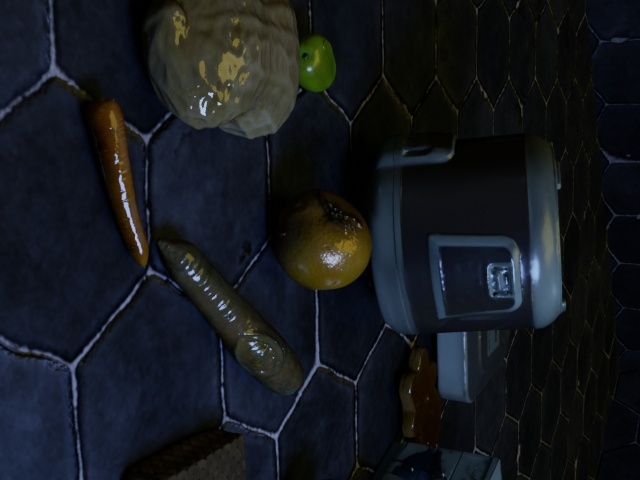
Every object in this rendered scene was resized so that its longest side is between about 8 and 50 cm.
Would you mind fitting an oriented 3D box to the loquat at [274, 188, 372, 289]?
[{"bbox_3d":[0.000,0.000,1.172,0.141,0.141,0.141,-11,102,-61],"label":"loquat"}]

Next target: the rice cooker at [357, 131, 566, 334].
[{"bbox_3d":[0.219,-0.010,1.375,0.335,0.325,0.335,-3,90,-76],"label":"rice cooker"}]

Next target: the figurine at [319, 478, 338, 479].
[{"bbox_3d":[-0.018,0.446,1.182,0.115,0.174,0.240,41,61,-24],"label":"figurine"}]

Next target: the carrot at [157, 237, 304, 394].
[{"bbox_3d":[-0.105,0.102,1.061,0.342,0.070,0.070,56,46,-46],"label":"carrot"}]

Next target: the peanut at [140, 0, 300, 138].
[{"bbox_3d":[-0.106,-0.217,0.976,0.233,0.110,0.197,-6,98,-63],"label":"peanut"}]

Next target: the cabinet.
[{"bbox_3d":[0.204,0.466,1.517,0.145,0.206,0.150,-46,132,-51],"label":"cabinet"}]

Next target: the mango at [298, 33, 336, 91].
[{"bbox_3d":[-0.009,-0.248,1.207,0.108,0.056,0.074,17,83,-64],"label":"mango"}]

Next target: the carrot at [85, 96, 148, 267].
[{"bbox_3d":[-0.208,-0.055,0.886,0.037,0.037,0.190,-43,133,-52],"label":"carrot"}]

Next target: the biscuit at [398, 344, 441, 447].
[{"bbox_3d":[0.193,0.318,1.659,0.180,0.039,0.236,-62,143,-45],"label":"biscuit"}]

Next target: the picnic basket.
[{"bbox_3d":[-0.151,0.292,1.003,0.193,0.054,0.110,-14,105,-59],"label":"picnic basket"}]

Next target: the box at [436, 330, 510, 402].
[{"bbox_3d":[0.339,0.122,1.845,0.373,0.090,0.368,-26,116,-61],"label":"box"}]
